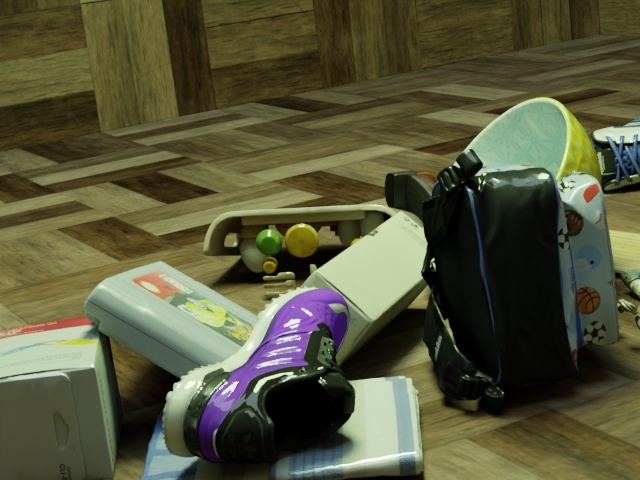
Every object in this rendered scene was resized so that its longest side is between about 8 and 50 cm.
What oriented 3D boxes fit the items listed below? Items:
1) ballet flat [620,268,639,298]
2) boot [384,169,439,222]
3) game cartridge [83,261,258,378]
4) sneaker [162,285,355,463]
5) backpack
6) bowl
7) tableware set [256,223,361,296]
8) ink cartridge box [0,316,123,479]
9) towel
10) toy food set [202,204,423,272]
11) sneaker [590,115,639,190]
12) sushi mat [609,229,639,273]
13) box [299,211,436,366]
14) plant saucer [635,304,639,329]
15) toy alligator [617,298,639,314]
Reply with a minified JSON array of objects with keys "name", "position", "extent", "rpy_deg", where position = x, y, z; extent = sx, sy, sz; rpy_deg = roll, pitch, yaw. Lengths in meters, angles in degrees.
[{"name":"ballet flat","position":[0.422,0.060,1.734],"extent":[0.114,0.041,0.041],"rpy_deg":[6,19,44]},{"name":"boot","position":[0.270,-0.066,2.260],"extent":[0.280,0.096,0.264],"rpy_deg":[-2,6,-11]},{"name":"game cartridge","position":[-0.143,0.100,1.572],"extent":[0.196,0.060,0.294],"rpy_deg":[34,7,3]},{"name":"sneaker","position":[-0.019,0.143,1.383],"extent":[0.146,0.102,0.293],"rpy_deg":[6,27,30]},{"name":"backpack","position":[0.211,0.025,1.552],"extent":[0.213,0.276,0.263],"rpy_deg":[-5,7,-12]},{"name":"bowl","position":[0.282,-0.029,1.839],"extent":[0.156,0.289,0.289],"rpy_deg":[34,0,-21]},{"name":"tableware set","position":[-0.011,0.025,1.935],"extent":[0.154,0.104,0.024],"rpy_deg":[-5,13,3]},{"name":"ink cartridge box","position":[-0.283,0.170,1.448],"extent":[0.127,0.128,0.176],"rpy_deg":[-8,14,-4]},{"name":"towel","position":[-0.036,0.204,1.398],"extent":[0.285,0.034,0.209],"rpy_deg":[-8,17,2]},{"name":"toy food set","position":[0.000,0.000,2.066],"extent":[0.306,0.092,0.220],"rpy_deg":[-2,-1,14]},{"name":"sneaker","position":[0.555,-0.138,2.298],"extent":[0.182,0.127,0.315],"rpy_deg":[-18,11,-24]},{"name":"sushi mat","position":[0.413,0.015,1.940],"extent":[0.151,0.019,0.316],"rpy_deg":[-17,18,-38]},{"name":"box","position":[0.055,0.062,1.697],"extent":[0.094,0.113,0.275],"rpy_deg":[43,27,8]},{"name":"plant saucer","position":[0.499,0.093,1.558],"extent":[0.278,0.041,0.278],"rpy_deg":[-7,15,2]},{"name":"toy alligator","position":[0.320,0.083,1.651],"extent":[0.051,0.056,0.190],"rpy_deg":[-50,14,-3]}]
